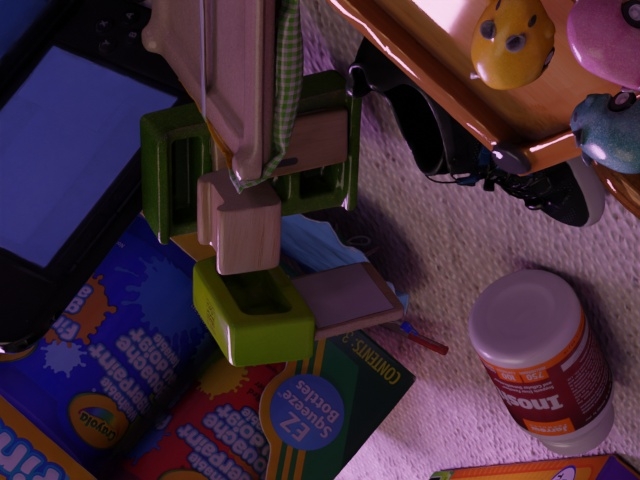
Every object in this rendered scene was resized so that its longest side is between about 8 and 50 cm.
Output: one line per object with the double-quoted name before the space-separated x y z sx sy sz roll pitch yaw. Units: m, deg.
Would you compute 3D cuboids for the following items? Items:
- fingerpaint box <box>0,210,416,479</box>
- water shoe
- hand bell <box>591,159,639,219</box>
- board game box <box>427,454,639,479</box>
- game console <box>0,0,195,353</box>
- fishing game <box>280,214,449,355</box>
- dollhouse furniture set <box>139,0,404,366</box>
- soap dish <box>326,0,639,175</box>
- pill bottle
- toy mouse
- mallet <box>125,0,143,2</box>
"fingerpaint box" -0.209 0.121 1.587 0.445 0.371 0.163 42 161 2
"water shoe" 0.095 -0.062 1.189 0.203 0.080 0.073 43 158 -17
"hand bell" 0.247 0.012 1.126 0.242 0.126 0.126 47 160 8
"board game box" 0.217 0.451 1.707 0.356 0.356 0.356 40 159 -11
"game console" -0.243 -0.110 1.312 0.250 0.293 0.173 23 156 28
"fishing game" 0.000 0.000 1.528 0.189 0.041 0.264 22 163 48
"dollhouse furniture set" -0.016 -0.100 1.180 0.197 0.151 0.302 -126 31 -49
"soap dish" 0.087 -0.163 0.937 0.291 0.118 0.229 41 159 -13
"pill bottle" 0.173 0.097 1.402 0.086 0.086 0.152 19 153 38
"toy mouse" 0.132 -0.069 0.855 0.143 0.031 0.161 32 158 11
"mallet" -0.190 -0.237 1.332 0.189 0.039 0.062 35 162 17
